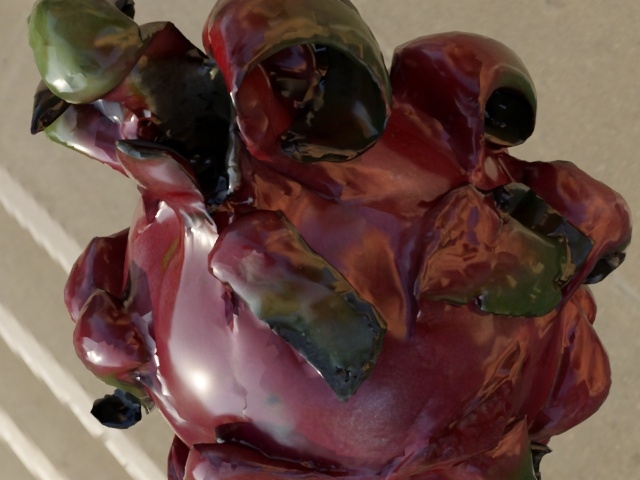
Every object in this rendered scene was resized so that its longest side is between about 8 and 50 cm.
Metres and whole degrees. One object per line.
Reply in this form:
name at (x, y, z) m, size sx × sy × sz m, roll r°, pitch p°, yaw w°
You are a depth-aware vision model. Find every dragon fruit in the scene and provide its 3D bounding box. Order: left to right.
dragon fruit at (0.004, -0.002, 0.553) m, size 0.219 × 0.198 × 0.272 m, roll 4°, pitch 126°, yaw 22°
